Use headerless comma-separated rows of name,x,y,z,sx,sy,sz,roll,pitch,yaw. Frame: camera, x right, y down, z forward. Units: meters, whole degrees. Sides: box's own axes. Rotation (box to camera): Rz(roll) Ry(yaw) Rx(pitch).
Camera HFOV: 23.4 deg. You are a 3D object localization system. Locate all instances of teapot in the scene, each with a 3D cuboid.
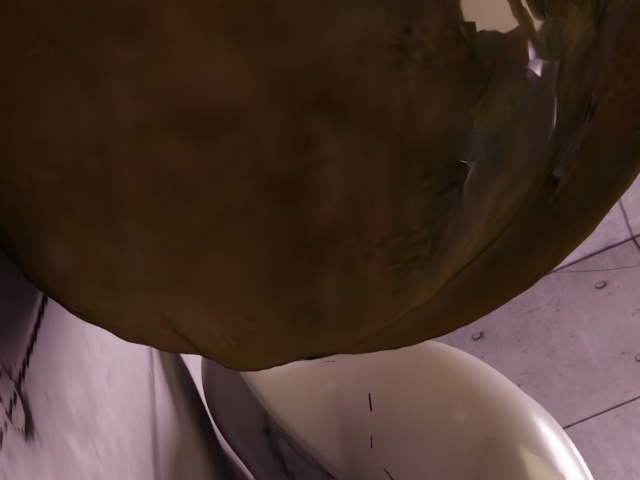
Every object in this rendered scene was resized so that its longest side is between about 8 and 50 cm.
teapot,0.053,0.170,0.726,0.208,0.165,0.300,-39,-119,52

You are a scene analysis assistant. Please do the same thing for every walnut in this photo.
walnut,0.001,-0.095,0.552,0.282,0.253,0.277,-135,-125,-82

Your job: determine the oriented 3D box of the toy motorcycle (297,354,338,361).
toy motorcycle,0.000,0.000,1.020,0.205,0.127,0.275,-93,163,-69
